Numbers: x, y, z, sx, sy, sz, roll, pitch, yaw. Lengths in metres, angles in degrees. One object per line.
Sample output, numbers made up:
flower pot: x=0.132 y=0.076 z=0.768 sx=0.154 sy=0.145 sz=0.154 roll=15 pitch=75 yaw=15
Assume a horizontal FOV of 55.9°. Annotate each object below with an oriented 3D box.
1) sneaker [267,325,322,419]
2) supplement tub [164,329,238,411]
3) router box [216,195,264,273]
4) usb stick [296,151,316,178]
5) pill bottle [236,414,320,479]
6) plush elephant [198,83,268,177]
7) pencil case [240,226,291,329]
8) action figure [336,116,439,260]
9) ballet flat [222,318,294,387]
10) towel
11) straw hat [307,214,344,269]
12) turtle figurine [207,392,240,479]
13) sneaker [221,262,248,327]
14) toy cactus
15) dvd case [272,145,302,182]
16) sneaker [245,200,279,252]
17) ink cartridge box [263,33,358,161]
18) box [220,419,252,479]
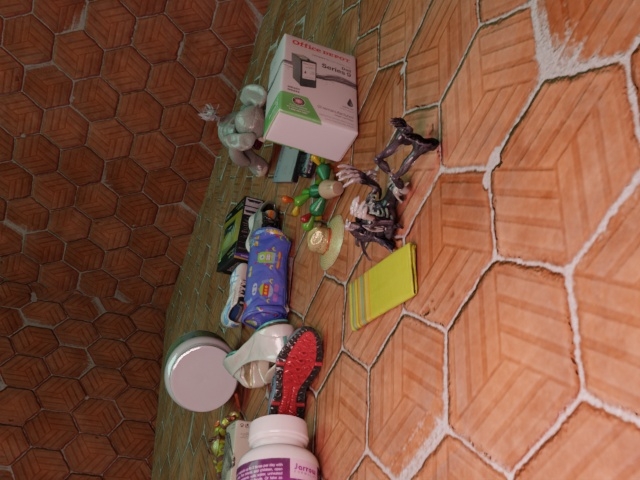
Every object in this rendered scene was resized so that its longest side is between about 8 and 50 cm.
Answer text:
sneaker: x=-0.075 y=0.307 z=1.398 sx=0.125 sy=0.104 sz=0.261 roll=-128 pitch=54 yaw=-69
supplement tub: x=-0.386 y=0.420 z=1.956 sx=0.325 sy=0.236 sz=0.235 roll=168 pitch=114 yaw=-76
router box: x=-0.314 y=-0.011 z=2.329 sx=0.309 sy=0.081 sz=0.242 roll=148 pitch=132 yaw=-64
usb stick: x=-0.011 y=-0.316 z=1.740 sx=0.077 sy=0.045 sz=0.277 roll=25 pitch=100 yaw=64
pill bottle: x=-0.083 y=0.506 z=1.178 sx=0.169 sy=0.170 sz=0.301 roll=124 pitch=152 yaw=-45
plush elephant: x=-0.242 y=-0.401 z=2.157 sx=0.256 sy=0.330 sz=0.271 roll=13 pitch=81 yaw=53
pencil case: x=-0.148 y=0.109 z=1.717 sx=0.119 sy=0.133 sz=0.305 roll=75 pitch=-167 yaw=-54
action figure: x=0.101 y=-0.089 z=1.123 sx=0.275 sy=0.141 sz=0.164 roll=-65 pitch=33 yaw=26
ballet flat: x=-0.171 y=0.334 z=1.642 sx=0.400 sy=0.139 sz=0.139 roll=134 pitch=145 yaw=-54
towel: x=0.116 y=0.093 z=1.137 sx=0.237 sy=0.021 sz=0.102 roll=137 pitch=137 yaw=-56
straw hat: x=0.000 y=0.000 z=1.461 sx=0.144 sy=0.061 sz=0.144 roll=-166 pitch=90 yaw=-72
turtle figurine: x=-0.297 y=0.618 z=1.833 sx=0.217 sy=0.087 sz=0.269 roll=-119 pitch=46 yaw=-64
sneaker: x=-0.284 y=0.194 z=2.126 sx=0.086 sy=0.085 sz=0.237 roll=-1 pitch=71 yaw=44
toy cactus: x=-0.007 y=-0.136 z=1.543 sx=0.181 sy=0.112 sz=0.218 roll=1 pitch=70 yaw=61
dvd case: x=-0.100 y=-0.279 z=2.000 sx=0.253 sy=0.022 sz=0.180 roll=-166 pitch=89 yaw=-71
sneaker: x=-0.179 y=-0.031 z=1.939 sx=0.108 sy=0.100 sz=0.271 roll=-58 pitch=26 yaw=31
ink cartridge box: x=-0.023 y=-0.371 z=1.551 sx=0.121 sy=0.211 sz=0.289 roll=127 pitch=150 yaw=-50
box: x=-0.201 y=0.615 z=1.554 sx=0.113 sy=0.094 sz=0.274 roll=131 pitch=148 yaw=-53
